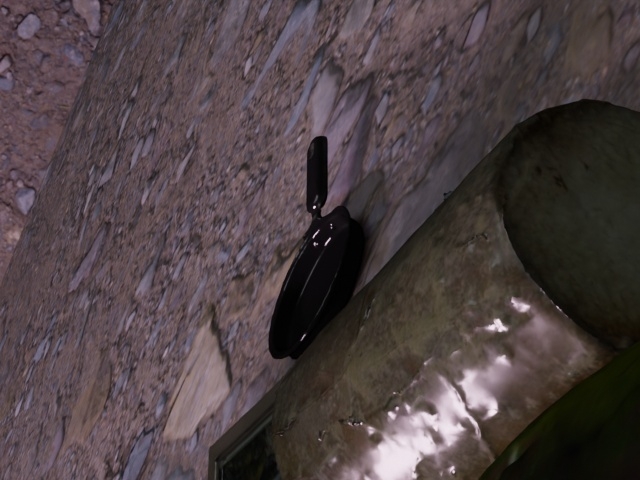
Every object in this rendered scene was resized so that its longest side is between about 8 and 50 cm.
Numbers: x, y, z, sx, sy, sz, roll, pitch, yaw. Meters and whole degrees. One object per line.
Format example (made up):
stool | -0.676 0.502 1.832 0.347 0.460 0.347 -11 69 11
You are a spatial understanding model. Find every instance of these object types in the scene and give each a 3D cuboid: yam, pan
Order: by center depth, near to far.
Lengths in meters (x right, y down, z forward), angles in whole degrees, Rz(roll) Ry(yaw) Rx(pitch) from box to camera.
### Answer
yam | 0.089 0.063 0.910 0.268 0.161 0.161 -48 23 41
pan | 0.000 0.000 1.509 0.136 0.028 0.235 -50 25 42

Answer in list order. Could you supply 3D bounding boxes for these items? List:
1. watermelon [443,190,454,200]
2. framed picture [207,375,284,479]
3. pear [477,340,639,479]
watermelon | 0.106 0.024 1.080 0.180 0.081 0.094 117 159 -86
framed picture | -0.009 0.185 1.212 0.324 0.020 0.240 -45 38 51
pear | 0.132 0.162 0.608 0.399 0.165 0.399 -56 18 30
